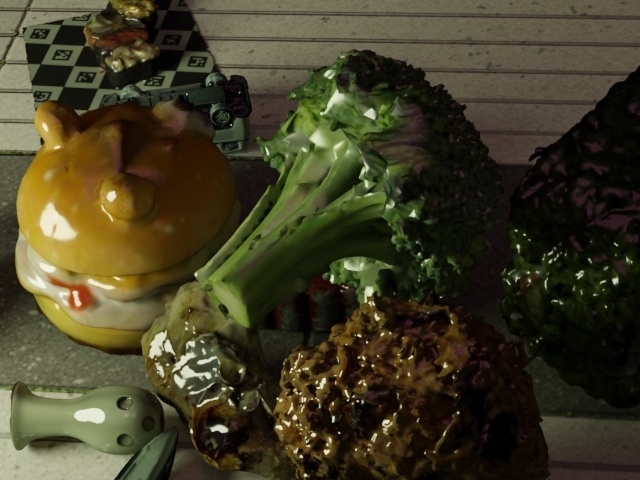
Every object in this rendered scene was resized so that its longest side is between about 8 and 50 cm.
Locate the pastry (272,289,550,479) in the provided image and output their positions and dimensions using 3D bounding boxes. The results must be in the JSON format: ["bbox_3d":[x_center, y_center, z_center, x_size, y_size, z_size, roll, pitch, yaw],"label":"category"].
[{"bbox_3d":[0.087,0.161,1.309,0.275,0.275,0.193,2,43,8],"label":"pastry"}]

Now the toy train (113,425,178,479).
[{"bbox_3d":[-0.193,0.276,1.354,0.048,0.055,0.252,17,48,22],"label":"toy train"}]

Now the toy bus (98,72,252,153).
[{"bbox_3d":[-0.183,-0.150,1.786,0.194,0.089,0.087,-9,44,-4],"label":"toy bus"}]

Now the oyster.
[{"bbox_3d":[-0.103,0.151,1.425,0.107,0.161,0.233,-9,52,-52],"label":"oyster"}]

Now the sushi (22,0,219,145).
[{"bbox_3d":[-0.283,-0.265,1.947,0.264,0.050,0.290,-14,44,-9],"label":"sushi"}]

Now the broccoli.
[{"bbox_3d":[0.053,-0.019,1.367,0.302,0.249,0.375,-64,22,-8],"label":"broccoli"}]

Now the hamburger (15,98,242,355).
[{"bbox_3d":[-0.220,-0.041,1.569,0.276,0.237,0.276,-1,45,1],"label":"hamburger"}]

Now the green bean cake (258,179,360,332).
[{"bbox_3d":[0.000,0.000,1.602,0.198,0.097,0.233,6,44,11],"label":"green bean cake"}]

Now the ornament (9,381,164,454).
[{"bbox_3d":[-0.238,0.184,1.447,0.156,0.081,0.075,-1,86,8],"label":"ornament"}]

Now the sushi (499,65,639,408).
[{"bbox_3d":[0.334,-0.007,1.438,0.178,0.294,0.352,29,54,28],"label":"sushi"}]
